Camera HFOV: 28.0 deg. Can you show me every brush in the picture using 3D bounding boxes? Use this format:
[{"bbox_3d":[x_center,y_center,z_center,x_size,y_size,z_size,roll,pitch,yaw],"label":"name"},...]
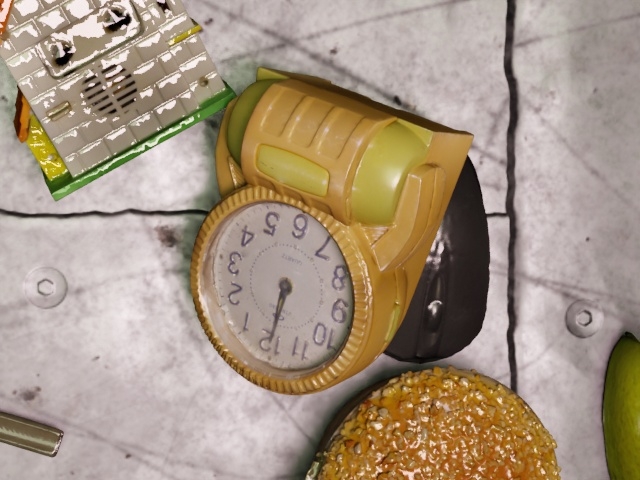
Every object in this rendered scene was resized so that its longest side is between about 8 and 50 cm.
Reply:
[{"bbox_3d":[-0.375,0.194,1.407,0.190,0.027,0.034,17,88,-3],"label":"brush"}]

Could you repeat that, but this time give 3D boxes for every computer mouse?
[{"bbox_3d":[0.122,0.011,1.443,0.137,0.086,0.270,-1,96,-9],"label":"computer mouse"}]

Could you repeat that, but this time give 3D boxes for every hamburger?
[{"bbox_3d":[0.127,0.285,1.423,0.302,0.170,0.302,-1,95,-11],"label":"hamburger"}]

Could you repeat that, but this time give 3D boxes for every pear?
[{"bbox_3d":[0.467,0.268,1.482,0.286,0.176,0.282,12,95,-9],"label":"pear"}]

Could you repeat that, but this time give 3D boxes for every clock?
[{"bbox_3d":[0.000,0.000,1.343,0.244,0.200,0.317,24,109,29],"label":"clock"},{"bbox_3d":[-0.243,-0.210,1.317,0.219,0.106,0.255,-29,116,-6],"label":"clock"}]
